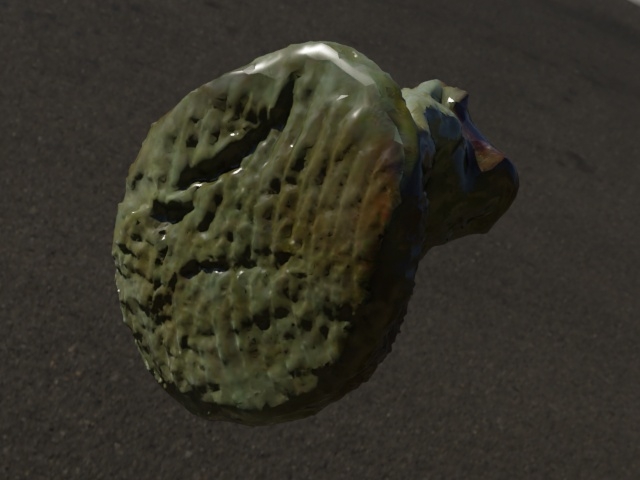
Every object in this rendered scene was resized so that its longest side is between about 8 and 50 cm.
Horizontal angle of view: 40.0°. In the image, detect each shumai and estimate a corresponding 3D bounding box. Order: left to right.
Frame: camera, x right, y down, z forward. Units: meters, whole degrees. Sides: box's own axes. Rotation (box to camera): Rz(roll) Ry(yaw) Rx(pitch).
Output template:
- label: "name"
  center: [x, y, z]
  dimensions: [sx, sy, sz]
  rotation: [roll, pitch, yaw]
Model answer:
- label: "shumai"
  center: [0.000, 0.000, 0.618]
  dimensions: [0.204, 0.272, 0.222]
  rotation: [4, 57, -63]
